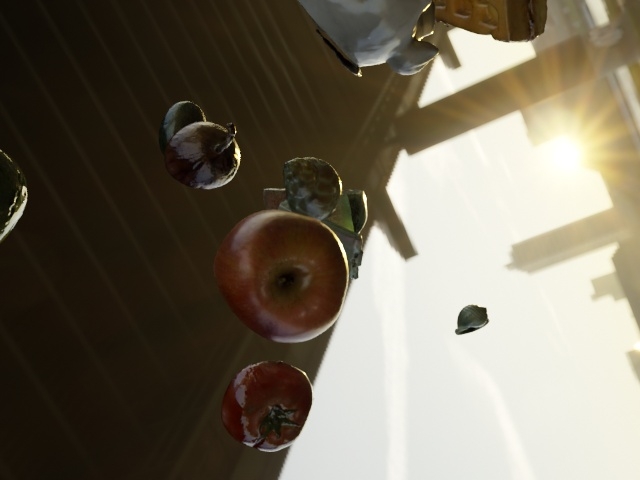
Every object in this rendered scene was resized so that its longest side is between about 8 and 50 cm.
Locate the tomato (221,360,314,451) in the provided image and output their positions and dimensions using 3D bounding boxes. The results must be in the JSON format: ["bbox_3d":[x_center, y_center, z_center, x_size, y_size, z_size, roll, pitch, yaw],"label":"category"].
[{"bbox_3d":[-0.111,0.385,2.037,0.225,0.225,0.085,60,174,-22],"label":"tomato"}]

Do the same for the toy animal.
[{"bbox_3d":[0.010,-0.339,1.060,0.325,0.154,0.208,42,-168,-28],"label":"toy animal"}]

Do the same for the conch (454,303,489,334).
[{"bbox_3d":[0.331,0.172,1.988,0.076,0.085,0.057,37,-145,-55],"label":"conch"}]

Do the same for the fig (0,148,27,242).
[{"bbox_3d":[-0.557,-0.020,1.330,0.206,0.206,0.275,34,-109,-57],"label":"fig"}]

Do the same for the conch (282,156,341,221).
[{"bbox_3d":[-0.014,-0.106,1.843,0.106,0.116,0.173,-109,9,-62],"label":"conch"}]

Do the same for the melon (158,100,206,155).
[{"bbox_3d":[-0.331,-0.254,2.166,0.114,0.114,0.167,40,-127,-52],"label":"melon"}]

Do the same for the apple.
[{"bbox_3d":[-0.075,0.060,1.609,0.242,0.242,0.241,65,167,-9],"label":"apple"}]

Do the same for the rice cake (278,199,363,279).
[{"bbox_3d":[0.000,0.000,1.979,0.038,0.211,0.124,-41,-36,-45],"label":"rice cake"}]

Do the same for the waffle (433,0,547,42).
[{"bbox_3d":[0.196,-0.412,1.273,0.327,0.098,0.224,39,145,53],"label":"waffle"}]

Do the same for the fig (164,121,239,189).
[{"bbox_3d":[-0.236,-0.181,1.954,0.149,0.202,0.148,8,-86,-56],"label":"fig"}]

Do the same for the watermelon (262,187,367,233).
[{"bbox_3d":[-0.014,-0.085,2.052,0.154,0.241,0.094,-48,-40,-65],"label":"watermelon"}]
